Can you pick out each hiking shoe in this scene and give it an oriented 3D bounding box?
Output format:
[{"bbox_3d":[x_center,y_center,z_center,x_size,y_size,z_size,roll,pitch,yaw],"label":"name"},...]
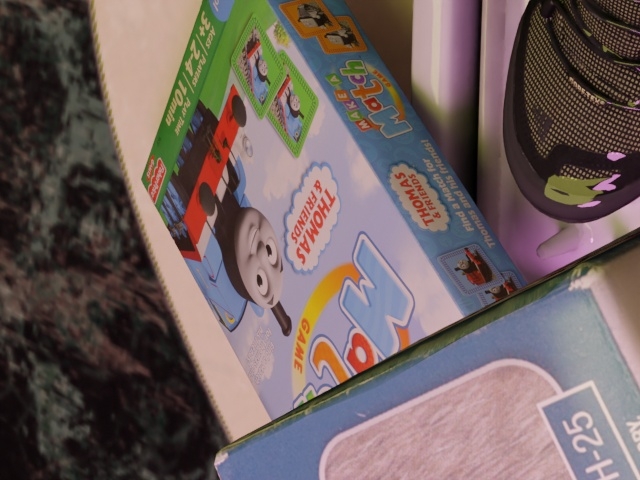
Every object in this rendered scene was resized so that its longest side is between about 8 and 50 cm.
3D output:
[{"bbox_3d":[0.103,-0.101,0.615,0.086,0.114,0.227,35,120,24],"label":"hiking shoe"}]

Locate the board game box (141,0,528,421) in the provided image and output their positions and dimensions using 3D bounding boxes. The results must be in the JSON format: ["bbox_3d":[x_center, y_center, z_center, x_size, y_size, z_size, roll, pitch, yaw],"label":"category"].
[{"bbox_3d":[0.000,0.000,0.783,0.211,0.039,0.160,58,145,28],"label":"board game box"}]

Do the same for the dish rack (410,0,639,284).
[{"bbox_3d":[0.190,-0.065,0.678,0.333,0.072,0.285,11,109,32],"label":"dish rack"}]

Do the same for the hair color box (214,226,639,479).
[{"bbox_3d":[0.144,0.061,0.484,0.105,0.347,0.174,-29,86,37],"label":"hair color box"}]
